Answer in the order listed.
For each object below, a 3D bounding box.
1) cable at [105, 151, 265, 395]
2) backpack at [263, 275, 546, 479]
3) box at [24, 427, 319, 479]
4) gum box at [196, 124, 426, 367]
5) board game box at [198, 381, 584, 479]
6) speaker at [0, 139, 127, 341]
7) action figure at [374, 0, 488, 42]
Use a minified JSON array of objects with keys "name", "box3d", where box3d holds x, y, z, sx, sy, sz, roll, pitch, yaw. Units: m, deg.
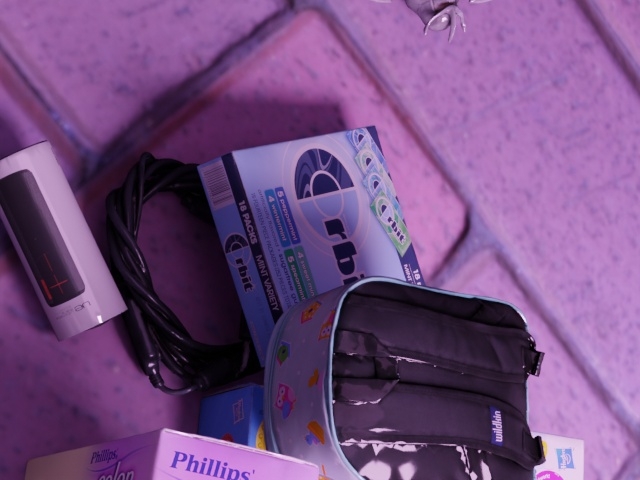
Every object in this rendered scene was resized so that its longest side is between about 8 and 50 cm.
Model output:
[{"name":"cable","box3d":[-0.089,0.017,1.237,0.150,0.047,0.184,-19,89,-34]},{"name":"backpack","box3d":[0.046,0.111,1.132,0.188,0.144,0.166,17,69,-43]},{"name":"box","box3d":[-0.117,0.259,1.063,0.117,0.213,0.243,16,70,-28]},{"name":"gum box","box3d":[0.000,0.000,1.267,0.184,0.041,0.157,-16,87,-52]},{"name":"board game box","box3d":[0.050,0.281,1.234,0.302,0.086,0.308,12,73,-28]},{"name":"speaker","box3d":[-0.189,0.001,1.174,0.055,0.055,0.136,-26,94,-34]},{"name":"action figure","box3d":[0.089,-0.306,1.395,0.185,0.099,0.285,-1,83,-37]}]
